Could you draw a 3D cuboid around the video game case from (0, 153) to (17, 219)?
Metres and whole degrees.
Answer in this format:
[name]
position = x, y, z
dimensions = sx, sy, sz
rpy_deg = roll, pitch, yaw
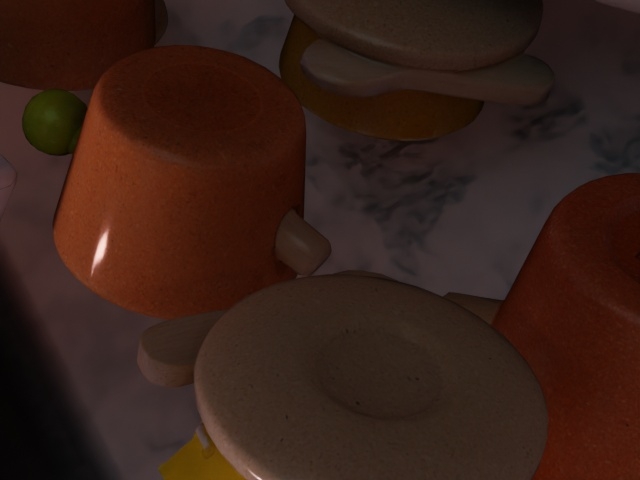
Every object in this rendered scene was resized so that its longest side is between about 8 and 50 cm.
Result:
[video game case]
position = -0.186, 0.005, 0.629
dimensions = 0.173, 0.022, 0.190
rpy_deg = 40, 121, 23

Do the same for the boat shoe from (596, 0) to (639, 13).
[boat shoe]
position = 0.139, -0.087, 0.595
dimensions = 0.268, 0.088, 0.096
rpy_deg = 18, 36, 0

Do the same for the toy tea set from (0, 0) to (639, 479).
[toy tea set]
position = 0.000, 0.000, 0.603
dimensions = 0.200, 0.124, 0.336
rpy_deg = -9, 43, -26
